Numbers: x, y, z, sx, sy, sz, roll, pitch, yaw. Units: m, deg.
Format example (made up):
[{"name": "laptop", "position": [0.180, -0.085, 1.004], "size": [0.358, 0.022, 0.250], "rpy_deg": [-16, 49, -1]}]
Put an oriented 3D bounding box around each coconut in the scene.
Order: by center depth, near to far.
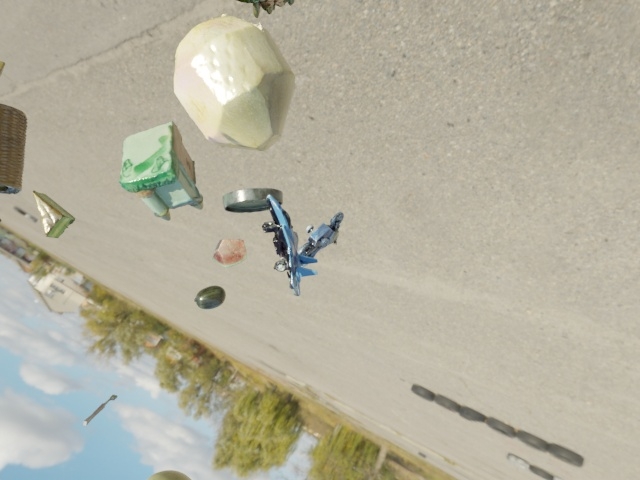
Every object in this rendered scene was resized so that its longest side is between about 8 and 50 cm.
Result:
[{"name": "coconut", "position": [-0.221, -0.415, 1.186], "size": [0.352, 0.353, 0.353], "rpy_deg": [27, 159, 11]}]

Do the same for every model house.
[{"name": "model house", "position": [-0.536, -0.200, 1.519], "size": [0.194, 0.267, 0.325], "rpy_deg": [-19, 142, 4]}]

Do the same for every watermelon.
[{"name": "watermelon", "position": [-0.234, 0.018, 1.088], "size": [0.092, 0.084, 0.072], "rpy_deg": [47, 135, 34]}, {"name": "watermelon", "position": [-0.376, 0.195, 1.447], "size": [0.078, 0.110, 0.078], "rpy_deg": [25, 124, 44]}]

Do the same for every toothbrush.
[{"name": "toothbrush", "position": [-0.699, 0.535, 1.353], "size": [0.017, 0.014, 0.194], "rpy_deg": [9, -177, 0]}]

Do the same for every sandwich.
[{"name": "sandwich", "position": [-0.773, -0.073, 1.195], "size": [0.116, 0.074, 0.074], "rpy_deg": [39, 174, 0]}]

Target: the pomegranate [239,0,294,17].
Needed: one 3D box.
[{"name": "pomegranate", "position": [-0.095, -0.489, 0.701], "size": [0.204, 0.222, 0.276], "rpy_deg": [22, 172, 39]}]

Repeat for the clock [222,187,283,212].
[{"name": "clock", "position": [-0.237, -0.138, 1.501], "size": [0.214, 0.042, 0.215], "rpy_deg": [-7, 173, -1]}]

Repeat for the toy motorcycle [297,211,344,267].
[{"name": "toy motorcycle", "position": [0.000, 0.000, 1.588], "size": [0.092, 0.254, 0.136], "rpy_deg": [39, 160, 23]}]

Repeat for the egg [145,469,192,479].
[{"name": "egg", "position": [-0.547, 0.940, 1.535], "size": [0.188, 0.189, 0.254], "rpy_deg": [13, 153, 41]}]

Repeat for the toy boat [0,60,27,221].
[{"name": "toy boat", "position": [-0.548, -0.144, 0.690], "size": [0.089, 0.310, 0.115], "rpy_deg": [-13, 169, 42]}]

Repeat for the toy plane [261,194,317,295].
[{"name": "toy plane", "position": [-0.078, 0.003, 0.918], "size": [0.078, 0.169, 0.246], "rpy_deg": [-16, 131, 15]}]
